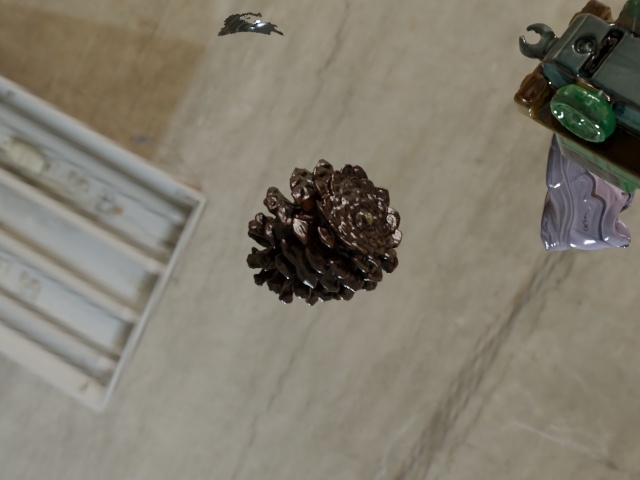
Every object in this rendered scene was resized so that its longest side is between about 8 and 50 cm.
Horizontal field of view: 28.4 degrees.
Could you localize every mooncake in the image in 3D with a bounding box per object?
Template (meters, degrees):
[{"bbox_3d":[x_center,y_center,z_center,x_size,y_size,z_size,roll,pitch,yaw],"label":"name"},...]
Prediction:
[{"bbox_3d":[-0.128,-0.309,1.213,0.347,0.150,0.057,81,22,-52],"label":"mooncake"}]

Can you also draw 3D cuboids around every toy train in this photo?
[{"bbox_3d":[0.418,-0.129,1.510,0.178,0.429,0.249,-51,154,-9],"label":"toy train"}]

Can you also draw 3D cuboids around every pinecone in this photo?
[{"bbox_3d":[-0.008,0.001,1.420,0.165,0.163,0.163,-30,-144,34],"label":"pinecone"}]

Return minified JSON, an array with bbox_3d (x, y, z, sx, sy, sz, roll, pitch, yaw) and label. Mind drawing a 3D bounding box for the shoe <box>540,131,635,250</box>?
[{"bbox_3d":[0.402,-0.092,1.875,0.095,0.137,0.245,-67,161,-63],"label":"shoe"}]
